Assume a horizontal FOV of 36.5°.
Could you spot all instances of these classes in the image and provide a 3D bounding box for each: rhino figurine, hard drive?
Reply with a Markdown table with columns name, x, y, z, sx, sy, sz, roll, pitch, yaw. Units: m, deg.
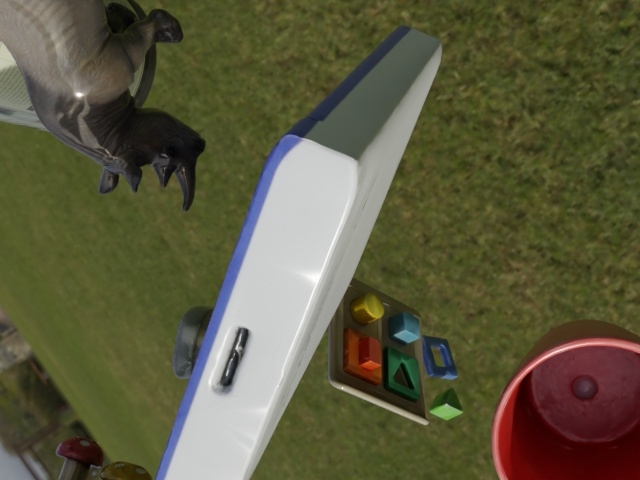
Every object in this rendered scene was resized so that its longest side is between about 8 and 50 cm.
| name | x | y | z | sx | sy | sz | roll | pitch | yaw |
| --- | --- | --- | --- | --- | --- | --- | --- | --- | --- |
| rhino figurine | -0.147 | -0.119 | 0.620 | 0.073 | 0.106 | 0.243 | -1 | 125 | 47 |
| hard drive | 0.000 | 0.000 | 0.558 | 0.040 | 0.318 | 0.210 | 23 | 113 | 4 |

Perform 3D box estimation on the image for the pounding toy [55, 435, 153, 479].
| name | x | y | z | sx | sy | sz | roll | pitch | yaw |
| --- | --- | --- | --- | --- | --- | --- | --- | --- | --- |
| pounding toy | -0.232 | 0.255 | 0.965 | 0.183 | 0.110 | 0.237 | 15 | 164 | 3 |

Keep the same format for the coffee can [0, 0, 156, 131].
| name | x | y | z | sx | sy | sz | roll | pitch | yaw |
| --- | --- | --- | --- | --- | --- | --- | --- | --- | --- |
| coffee can | -0.353 | -0.235 | 1.134 | 0.201 | 0.201 | 0.275 | 47 | -164 | 20 |

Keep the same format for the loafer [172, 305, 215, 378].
| name | x | y | z | sx | sy | sz | roll | pitch | yaw |
| --- | --- | --- | --- | --- | --- | --- | --- | --- | --- |
| loafer | -0.069 | 0.106 | 0.998 | 0.087 | 0.094 | 0.251 | 11 | -173 | 13 |

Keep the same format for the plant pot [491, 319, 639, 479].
| name | x | y | z | sx | sy | sz | roll | pitch | yaw |
| --- | --- | --- | --- | --- | --- | --- | --- | --- | --- |
| plant pot | 0.369 | 0.230 | 1.311 | 0.275 | 0.275 | 0.243 | 55 | -164 | -2 |

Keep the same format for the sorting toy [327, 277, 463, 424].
| name | x | y | z | sx | sy | sz | roll | pitch | yaw |
| --- | --- | --- | --- | --- | --- | --- | --- | --- | --- |
| sorting toy | 0.086 | 0.137 | 1.322 | 0.348 | 0.196 | 0.047 | 28 | 134 | -34 |
